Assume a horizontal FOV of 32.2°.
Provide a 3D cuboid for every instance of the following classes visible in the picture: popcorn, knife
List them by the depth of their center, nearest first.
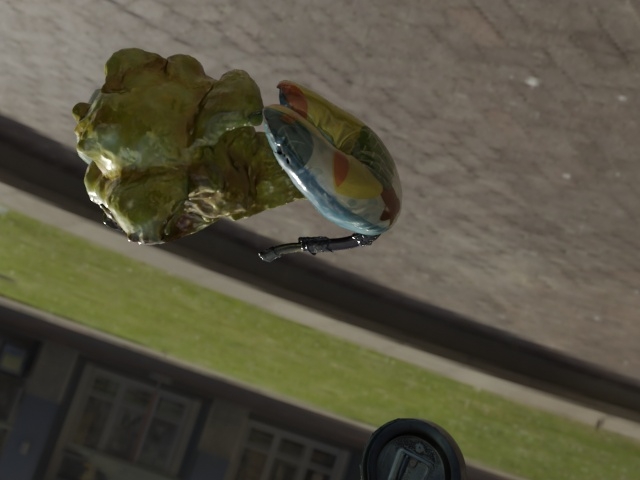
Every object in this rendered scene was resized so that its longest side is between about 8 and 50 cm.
[{"bbox_3d":[0.004,0.004,1.580,0.222,0.021,0.045,-15,128,36],"label":"knife"},{"bbox_3d":[-0.189,-0.148,1.606,0.321,0.290,0.325,-21,166,-35],"label":"popcorn"}]

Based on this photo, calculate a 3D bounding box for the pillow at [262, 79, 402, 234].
[{"bbox_3d":[0.013,-0.099,1.339,0.214,0.086,0.233,42,-158,-8],"label":"pillow"}]

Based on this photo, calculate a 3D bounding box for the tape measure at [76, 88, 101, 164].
[{"bbox_3d":[-0.298,-0.147,1.900,0.235,0.115,0.207,21,156,-4],"label":"tape measure"}]

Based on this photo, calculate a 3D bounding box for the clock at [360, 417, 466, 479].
[{"bbox_3d":[0.070,0.175,0.837,0.085,0.085,0.017,11,-176,30],"label":"clock"}]
